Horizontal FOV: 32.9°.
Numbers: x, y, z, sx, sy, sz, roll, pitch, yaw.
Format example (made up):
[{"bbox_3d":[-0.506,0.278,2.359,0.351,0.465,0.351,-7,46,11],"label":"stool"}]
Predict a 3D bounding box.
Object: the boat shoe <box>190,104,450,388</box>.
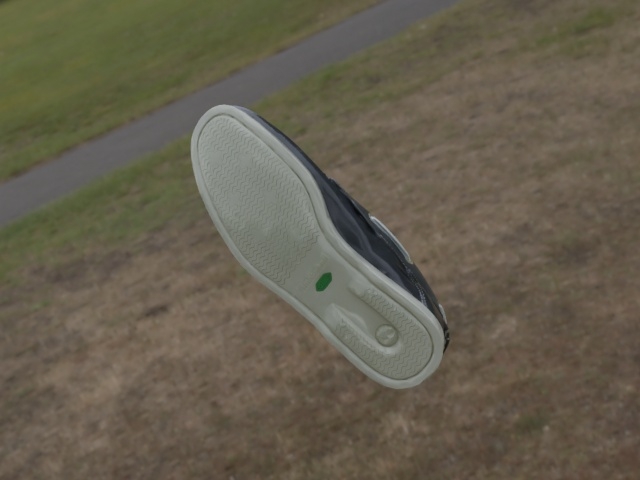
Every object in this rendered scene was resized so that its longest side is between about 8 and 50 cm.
[{"bbox_3d":[0.000,0.000,0.754,0.084,0.233,0.079,-44,-2,25],"label":"boat shoe"}]
